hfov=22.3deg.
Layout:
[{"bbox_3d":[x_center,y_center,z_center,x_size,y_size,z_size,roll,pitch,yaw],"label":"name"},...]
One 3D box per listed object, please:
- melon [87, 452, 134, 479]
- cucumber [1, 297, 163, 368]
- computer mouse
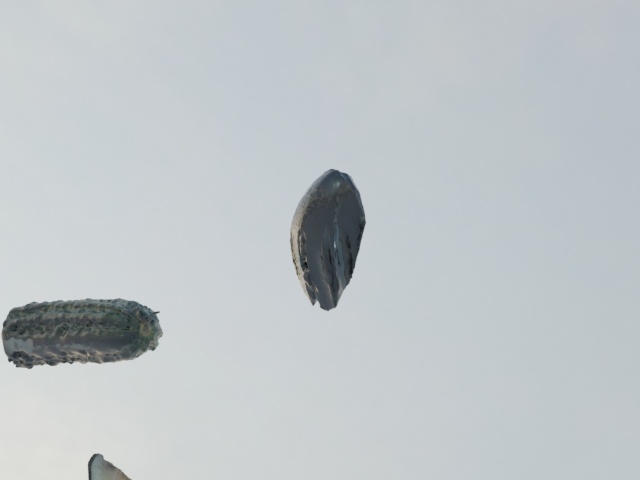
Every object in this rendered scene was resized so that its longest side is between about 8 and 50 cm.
[{"bbox_3d":[-0.269,0.380,2.299,0.182,0.054,0.098,44,-44,1],"label":"melon"},{"bbox_3d":[-0.243,0.095,1.685,0.265,0.077,0.077,-6,-46,44],"label":"cucumber"},{"bbox_3d":[0.000,0.000,1.509,0.079,0.047,0.135,26,-68,55],"label":"computer mouse"}]
